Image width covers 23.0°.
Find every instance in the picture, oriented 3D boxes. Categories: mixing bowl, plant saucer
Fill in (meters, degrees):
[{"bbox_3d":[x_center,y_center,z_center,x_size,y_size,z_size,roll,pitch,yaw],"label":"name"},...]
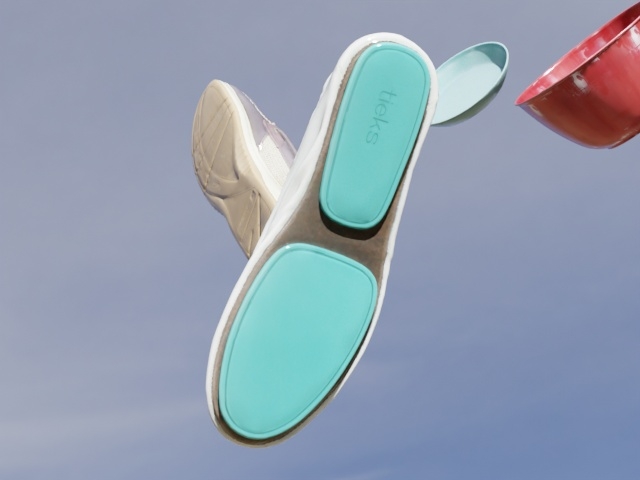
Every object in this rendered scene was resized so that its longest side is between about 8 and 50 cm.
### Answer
[{"bbox_3d":[0.298,-0.157,1.605,0.181,0.098,0.181,-38,5,4],"label":"mixing bowl"},{"bbox_3d":[0.147,-0.155,1.614,0.119,0.119,0.021,-27,-60,25],"label":"plant saucer"}]

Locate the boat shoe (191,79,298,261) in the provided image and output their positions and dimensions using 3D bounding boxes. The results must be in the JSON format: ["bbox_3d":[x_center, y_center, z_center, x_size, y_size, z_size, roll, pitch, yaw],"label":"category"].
[{"bbox_3d":[-0.058,-0.065,1.644,0.092,0.285,0.103,8,-58,-31],"label":"boat shoe"}]

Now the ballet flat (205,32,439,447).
[{"bbox_3d":[0.000,0.000,1.466,0.139,0.400,0.139,21,-3,1],"label":"ballet flat"}]
